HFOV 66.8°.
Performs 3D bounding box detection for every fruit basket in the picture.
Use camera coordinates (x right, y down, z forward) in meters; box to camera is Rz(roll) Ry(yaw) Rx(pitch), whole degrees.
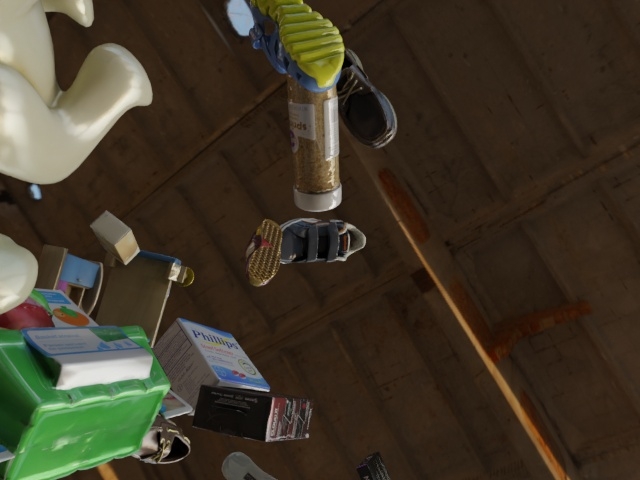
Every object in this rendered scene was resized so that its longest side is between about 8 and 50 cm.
[{"bbox_3d":[-0.378,0.133,0.617,0.353,0.327,0.165,36,-81,27],"label":"fruit basket"}]

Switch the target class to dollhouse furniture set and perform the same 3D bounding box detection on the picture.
[{"bbox_3d":[-0.449,0.166,1.073,0.303,0.198,0.287,11,-102,1],"label":"dollhouse furniture set"}]

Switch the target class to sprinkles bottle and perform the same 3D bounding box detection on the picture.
[{"bbox_3d":[-0.014,-0.251,1.150,0.121,0.121,0.356,8,-60,20],"label":"sprinkles bottle"}]

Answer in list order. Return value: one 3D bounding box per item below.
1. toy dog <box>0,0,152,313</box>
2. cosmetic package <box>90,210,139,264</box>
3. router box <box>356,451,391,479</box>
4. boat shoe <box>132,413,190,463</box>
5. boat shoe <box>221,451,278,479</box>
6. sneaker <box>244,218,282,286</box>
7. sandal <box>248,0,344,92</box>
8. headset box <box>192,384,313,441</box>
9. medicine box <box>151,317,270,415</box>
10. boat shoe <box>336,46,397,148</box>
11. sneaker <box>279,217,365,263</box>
[{"bbox_3d":[-0.323,-0.171,0.333,0.408,0.395,0.285,-42,-121,30],"label":"toy dog"},{"bbox_3d":[-0.373,-0.003,0.886,0.060,0.115,0.041,37,-113,4],"label":"cosmetic package"},{"bbox_3d":[0.188,0.786,1.548,0.046,0.133,0.179,-30,-106,18],"label":"router box"},{"bbox_3d":[-0.436,0.537,1.293,0.096,0.324,0.117,33,-109,18],"label":"boat shoe"},{"bbox_3d":[-0.112,0.507,0.965,0.219,0.077,0.070,26,-33,44],"label":"boat shoe"},{"bbox_3d":[-0.132,0.040,1.060,0.069,0.186,0.084,30,-50,-16],"label":"sneaker"},{"bbox_3d":[-0.057,-0.384,0.946,0.317,0.126,0.138,62,-30,31],"label":"sandal"},{"bbox_3d":[-0.176,0.456,1.285,0.218,0.293,0.110,1,-108,24],"label":"headset box"},{"bbox_3d":[-0.352,0.417,1.563,0.149,0.263,0.289,-50,-128,4],"label":"medicine box"},{"bbox_3d":[0.071,-0.380,1.245,0.132,0.130,0.356,-41,-122,23],"label":"boat shoe"},{"bbox_3d":[0.000,0.000,1.387,0.127,0.321,0.126,18,-67,41],"label":"sneaker"}]
